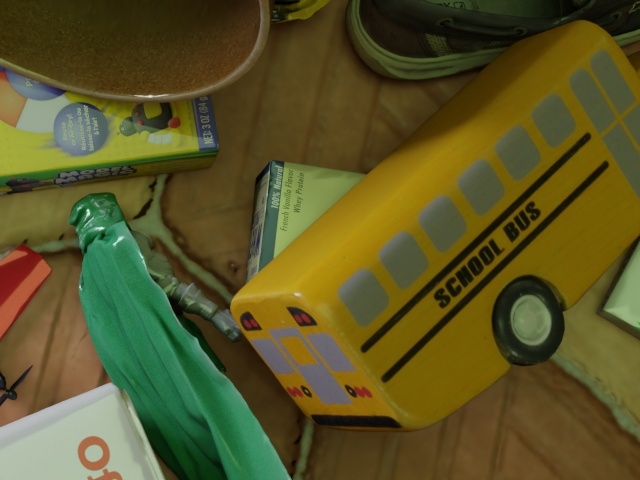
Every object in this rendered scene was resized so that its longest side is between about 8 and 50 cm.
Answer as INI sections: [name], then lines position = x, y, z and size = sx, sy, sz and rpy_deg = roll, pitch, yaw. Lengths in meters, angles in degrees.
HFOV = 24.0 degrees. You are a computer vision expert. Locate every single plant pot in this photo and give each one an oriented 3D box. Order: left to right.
[plant pot]
position = -0.106, -0.247, 0.843
size = 0.237, 0.237, 0.254
rpy_deg = 22, 62, -7

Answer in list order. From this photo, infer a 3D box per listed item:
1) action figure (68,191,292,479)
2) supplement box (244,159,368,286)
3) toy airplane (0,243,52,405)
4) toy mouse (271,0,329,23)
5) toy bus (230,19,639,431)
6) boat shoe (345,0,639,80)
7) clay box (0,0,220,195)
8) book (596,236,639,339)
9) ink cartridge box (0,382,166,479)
[action figure]
position = -0.086, 0.070, 0.893
size = 0.063, 0.137, 0.232
rpy_deg = -22, 76, -37
[supplement box]
position = 0.000, 0.000, 0.939
size = 0.083, 0.056, 0.083
rpy_deg = 8, 80, -10
[toy airplane]
position = -0.237, 0.042, 0.901
size = 0.151, 0.028, 0.151
rpy_deg = 1, 82, -10
[toy mouse]
position = -0.027, -0.211, 0.967
size = 0.161, 0.031, 0.143
rpy_deg = -10, 92, -30
[toy bus]
position = 0.111, -0.020, 0.897
size = 0.333, 0.108, 0.130
rpy_deg = -43, 104, -26
[boat shoe]
position = 0.158, -0.177, 0.978
size = 0.285, 0.092, 0.102
rpy_deg = -15, 83, -14
[clay box]
position = -0.182, -0.096, 0.922
size = 0.222, 0.053, 0.127
rpy_deg = -9, 81, -13
[book]
position = 0.259, 0.010, 1.002
size = 0.096, 0.035, 0.144
rpy_deg = 30, 78, -1
[ink cartridge box]
position = -0.202, 0.225, 0.832
size = 0.278, 0.117, 0.201
rpy_deg = -23, 86, -13
